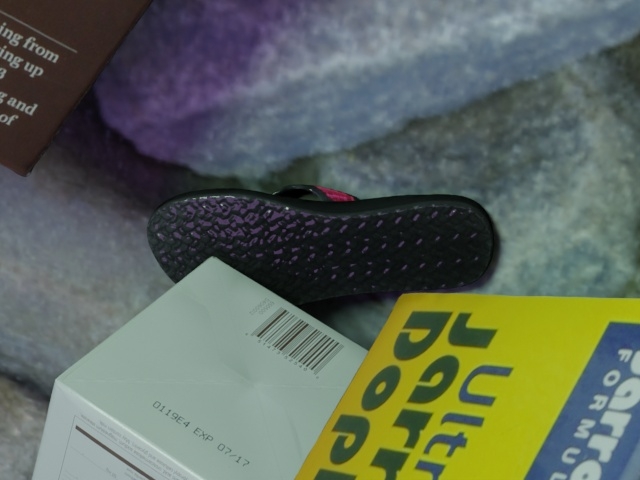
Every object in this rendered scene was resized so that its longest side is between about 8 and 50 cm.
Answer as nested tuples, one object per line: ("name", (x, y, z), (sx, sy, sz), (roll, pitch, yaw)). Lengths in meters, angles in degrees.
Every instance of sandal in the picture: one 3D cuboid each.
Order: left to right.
("sandal", (0.000, 0.000, 0.764), (0.179, 0.040, 0.067), (-1, 115, 0))

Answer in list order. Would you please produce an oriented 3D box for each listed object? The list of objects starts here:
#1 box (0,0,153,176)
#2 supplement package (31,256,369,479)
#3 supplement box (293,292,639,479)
("box", (-0.109, -0.235, 0.615), (0.191, 0.143, 0.381), (28, 118, -27))
("supplement package", (-0.065, 0.158, 0.743), (0.139, 0.134, 0.244), (31, 127, 15))
("supplement box", (0.158, 0.199, 0.592), (0.356, 0.194, 0.195), (41, 159, -25))
